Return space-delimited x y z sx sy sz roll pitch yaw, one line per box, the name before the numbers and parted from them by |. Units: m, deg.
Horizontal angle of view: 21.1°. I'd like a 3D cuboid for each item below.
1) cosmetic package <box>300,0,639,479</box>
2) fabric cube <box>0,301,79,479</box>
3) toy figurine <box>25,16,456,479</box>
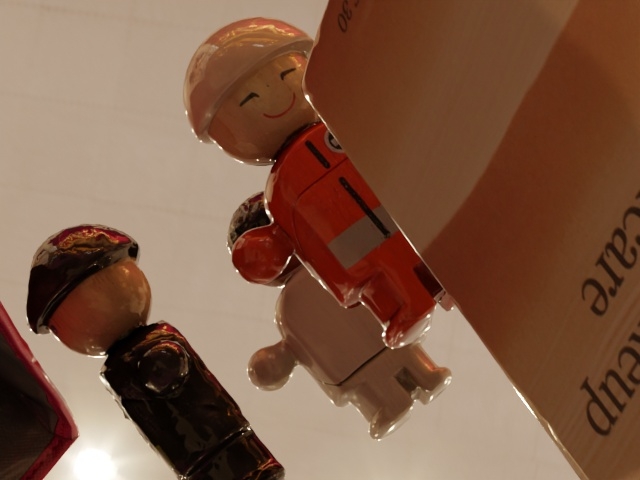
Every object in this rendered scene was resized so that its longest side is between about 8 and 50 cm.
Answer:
cosmetic package | 0.132 -0.005 0.493 0.129 0.153 0.296 -12 -129 -34
fabric cube | -0.286 0.061 0.671 0.258 0.259 0.254 39 -105 13
toy figurine | 0.000 0.000 0.754 0.148 0.209 0.213 50 -54 14
